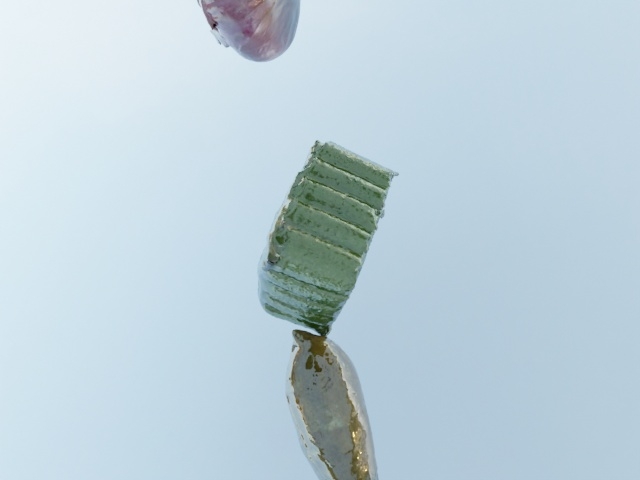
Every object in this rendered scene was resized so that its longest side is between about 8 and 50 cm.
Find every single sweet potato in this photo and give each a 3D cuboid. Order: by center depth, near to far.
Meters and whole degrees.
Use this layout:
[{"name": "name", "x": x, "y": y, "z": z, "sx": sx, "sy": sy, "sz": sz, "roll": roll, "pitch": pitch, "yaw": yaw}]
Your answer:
[{"name": "sweet potato", "x": 0.028, "y": 0.344, "z": 0.857, "sx": 0.131, "sy": 0.130, "sz": 0.422, "roll": -10, "pitch": -84, "yaw": 19}]

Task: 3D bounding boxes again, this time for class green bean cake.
[{"name": "green bean cake", "x": 0.000, "y": 0.000, "z": 0.860, "sx": 0.156, "sy": 0.250, "sz": 0.246, "roll": 23, "pitch": -120, "yaw": -1}]

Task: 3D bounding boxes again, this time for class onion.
[{"name": "onion", "x": -0.134, "y": -0.567, "z": 1.115, "sx": 0.286, "sy": 0.347, "sz": 0.347, "roll": -16, "pitch": -119, "yaw": 17}]
